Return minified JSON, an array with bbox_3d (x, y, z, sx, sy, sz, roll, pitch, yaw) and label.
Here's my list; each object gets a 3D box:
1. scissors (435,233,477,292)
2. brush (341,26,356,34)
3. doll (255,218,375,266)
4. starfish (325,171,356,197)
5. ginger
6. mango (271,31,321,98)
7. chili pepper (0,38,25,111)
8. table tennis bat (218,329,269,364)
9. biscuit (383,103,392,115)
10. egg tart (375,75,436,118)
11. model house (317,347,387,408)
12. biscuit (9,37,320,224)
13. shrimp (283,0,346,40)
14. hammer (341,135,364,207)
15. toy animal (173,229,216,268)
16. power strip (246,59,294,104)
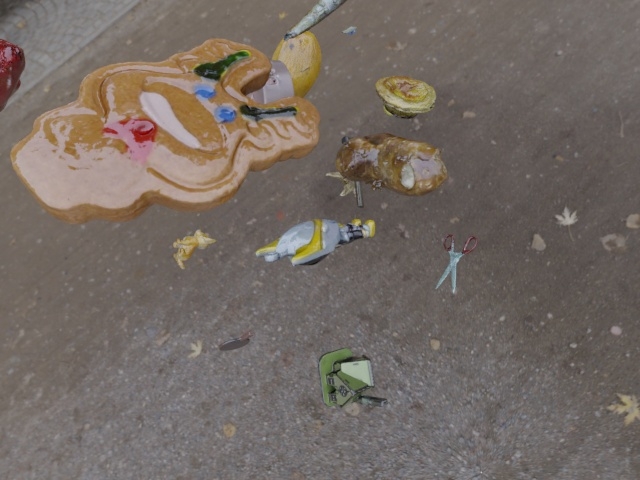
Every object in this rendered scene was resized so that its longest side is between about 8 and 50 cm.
[{"bbox_3d":[0.536,0.091,1.618,0.144,0.017,0.247,8,71,47],"label":"scissors"},{"bbox_3d":[0.133,-0.971,1.865,0.033,0.030,0.178,17,38,9],"label":"brush"},{"bbox_3d":[0.003,0.000,0.963,0.317,0.103,0.145,-15,40,-39],"label":"doll"},{"bbox_3d":[0.135,-0.274,1.945,0.062,0.277,0.235,-28,70,30],"label":"starfish"},{"bbox_3d":[0.206,-0.244,1.305,0.254,0.176,0.418,-25,38,-24],"label":"ginger"},{"bbox_3d":[-0.085,-0.542,1.295,0.157,0.262,0.109,10,29,-14],"label":"mango"},{"bbox_3d":[-0.754,-0.360,0.915,0.388,0.110,0.110,-12,56,36],"label":"chili pepper"},{"bbox_3d":[-0.269,0.391,1.361,0.170,0.108,0.119,-38,59,36],"label":"table tennis bat"},{"bbox_3d":[0.328,-0.610,1.825,0.084,0.023,0.083,1,96,4],"label":"biscuit"},{"bbox_3d":[0.315,-0.533,1.504,0.241,0.105,0.240,5,48,-6],"label":"egg tart"},{"bbox_3d":[0.157,0.555,1.613,0.279,0.205,0.218,-15,82,47],"label":"model house"},{"bbox_3d":[-0.152,-0.130,0.452,0.334,0.047,0.202,-36,81,-32],"label":"biscuit"},{"bbox_3d":[0.020,-0.635,1.049,0.287,0.068,0.185,-30,18,22],"label":"shrimp"},{"bbox_3d":[0.164,-0.314,1.832,0.043,0.111,0.365,-31,55,44],"label":"hammer"},{"bbox_3d":[-0.272,0.017,0.869,0.060,0.083,0.081,-30,71,51],"label":"toy animal"},{"bbox_3d":[-0.123,-0.338,0.929,0.078,0.154,0.154,-13,50,-27],"label":"power strip"}]
